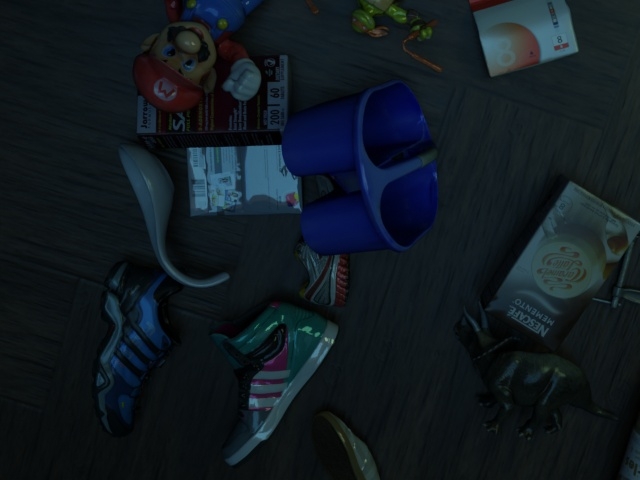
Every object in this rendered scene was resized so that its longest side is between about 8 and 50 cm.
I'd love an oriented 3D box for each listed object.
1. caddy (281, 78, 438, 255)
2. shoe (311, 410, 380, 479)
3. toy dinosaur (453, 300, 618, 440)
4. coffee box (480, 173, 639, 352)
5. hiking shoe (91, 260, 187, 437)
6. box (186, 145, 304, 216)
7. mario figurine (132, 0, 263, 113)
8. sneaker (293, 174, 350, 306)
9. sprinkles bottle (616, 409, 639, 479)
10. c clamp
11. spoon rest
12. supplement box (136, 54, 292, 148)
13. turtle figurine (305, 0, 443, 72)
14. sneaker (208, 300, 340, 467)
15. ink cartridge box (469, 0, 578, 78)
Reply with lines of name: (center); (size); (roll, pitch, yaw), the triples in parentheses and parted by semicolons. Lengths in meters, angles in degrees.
caddy: (0.086, -0.109, 1.588); (0.179, 0.341, 0.241); (-11, 101, 24)
shoe: (0.053, 0.384, 1.819); (0.077, 0.058, 0.219); (-24, 95, 39)
toy dinosaur: (0.351, 0.238, 1.735); (0.314, 0.121, 0.160); (21, 115, 4)
coffee box: (0.381, 0.036, 1.703); (0.141, 0.098, 0.246); (31, 101, -2)
hiking shoe: (-0.302, 0.189, 1.771); (0.132, 0.113, 0.304); (7, 101, 3)
box: (-0.123, -0.114, 1.740); (0.186, 0.038, 0.145); (-2, 101, 5)
mario figurine: (-0.162, -0.331, 1.585); (0.198, 0.170, 0.320); (19, 70, 30)
sneaker: (0.000, 0.000, 1.728); (0.093, 0.088, 0.225); (1, 101, 5)
sprinkles bottle: (0.547, 0.406, 1.752); (0.121, 0.121, 0.355); (14, 101, 1)
c clamp: (0.516, 0.042, 1.734); (0.137, 0.022, 0.160); (18, 102, 1)
spoon rest: (-0.254, -0.035, 1.717); (0.084, 0.137, 0.276); (-34, 97, -16)
supplement box: (-0.166, -0.219, 1.684); (0.240, 0.073, 0.130); (-2, 77, 4)
turtle figurine: (0.114, -0.396, 1.646); (0.270, 0.087, 0.217); (33, 94, 1)
sneaker: (-0.121, 0.217, 1.756); (0.178, 0.124, 0.295); (34, 93, -8)
ink cartridge box: (0.312, -0.359, 1.662); (0.145, 0.045, 0.179); (-16, 102, 6)
